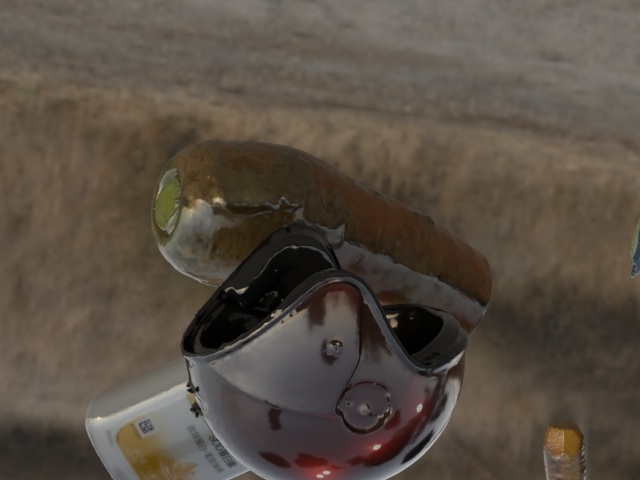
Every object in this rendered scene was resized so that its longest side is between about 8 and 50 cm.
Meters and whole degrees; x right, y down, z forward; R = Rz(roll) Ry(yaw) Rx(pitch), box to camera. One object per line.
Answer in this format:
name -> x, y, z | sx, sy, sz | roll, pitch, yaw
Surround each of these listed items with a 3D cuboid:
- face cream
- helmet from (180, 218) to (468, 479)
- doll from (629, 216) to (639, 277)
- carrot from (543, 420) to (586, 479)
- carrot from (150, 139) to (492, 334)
face cream -> -0.070, 0.153, 1.529 | 0.291, 0.144, 0.071 | -24, -152, 6
helmet -> 0.002, 0.092, 1.213 | 0.216, 0.193, 0.189 | 0, -169, -11
doll -> 0.239, -0.025, 1.131 | 0.027, 0.037, 0.125 | 15, 129, -1
carrot -> 0.240, 0.261, 1.573 | 0.042, 0.171, 0.042 | -3, -165, 1
carrot -> 0.000, 0.000, 1.391 | 0.302, 0.139, 0.138 | 22, 168, -30
